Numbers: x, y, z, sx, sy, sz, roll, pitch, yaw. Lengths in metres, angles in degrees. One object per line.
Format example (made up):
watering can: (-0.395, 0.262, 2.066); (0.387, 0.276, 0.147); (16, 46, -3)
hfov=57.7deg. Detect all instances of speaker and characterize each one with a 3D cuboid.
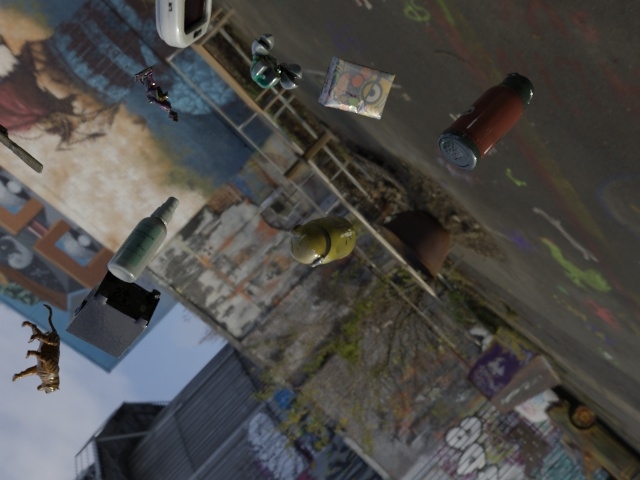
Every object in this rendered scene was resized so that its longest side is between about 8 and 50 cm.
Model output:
speaker: (-0.770, 0.265, 2.174); (0.232, 0.254, 0.184); (35, -152, -19)

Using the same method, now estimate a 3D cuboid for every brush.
brush: (-0.922, -0.296, 1.727); (0.248, 0.036, 0.043); (40, 144, -7)

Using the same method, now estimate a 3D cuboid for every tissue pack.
tissue pack: (0.081, -0.342, 1.305); (0.148, 0.108, 0.060); (9, -160, -25)

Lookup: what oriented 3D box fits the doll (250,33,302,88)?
doll: (-0.174, -0.601, 1.937); (0.195, 0.153, 0.258); (23, -153, -45)

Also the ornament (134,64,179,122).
ornament: (-0.564, -0.498, 2.028); (0.203, 0.088, 0.081); (60, 168, -17)

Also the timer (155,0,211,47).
timer: (-0.355, -0.640, 1.513); (0.087, 0.236, 0.262); (14, -146, 3)

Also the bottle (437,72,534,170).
bottle: (0.509, -0.369, 1.743); (0.144, 0.336, 0.144); (41, 166, 13)

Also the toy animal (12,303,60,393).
toy animal: (-0.750, 0.279, 1.586); (0.116, 0.114, 0.255); (21, -133, -37)

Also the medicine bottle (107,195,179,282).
medicine bottle: (-0.614, -0.018, 2.071); (0.110, 0.351, 0.110); (19, 147, 13)

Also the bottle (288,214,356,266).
bottle: (0.000, 0.000, 2.091); (0.171, 0.171, 0.351); (44, -163, 12)
